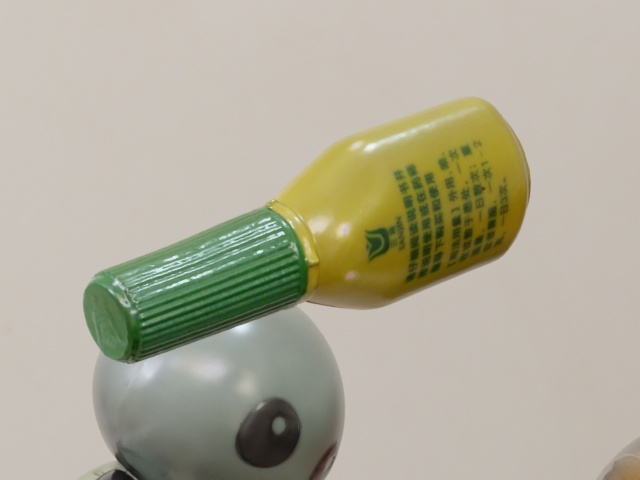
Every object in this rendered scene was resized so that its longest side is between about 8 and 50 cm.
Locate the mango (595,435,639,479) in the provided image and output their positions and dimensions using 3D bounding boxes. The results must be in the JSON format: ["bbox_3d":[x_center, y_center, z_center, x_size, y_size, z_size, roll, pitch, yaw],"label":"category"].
[{"bbox_3d":[0.258,0.228,1.149,0.201,0.152,0.287,26,14,20],"label":"mango"}]

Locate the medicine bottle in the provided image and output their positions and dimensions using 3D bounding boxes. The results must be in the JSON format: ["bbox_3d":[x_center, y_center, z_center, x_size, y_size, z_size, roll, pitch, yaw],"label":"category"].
[{"bbox_3d":[0.000,0.000,0.876,0.261,0.095,0.064,-21,25,-35],"label":"medicine bottle"}]

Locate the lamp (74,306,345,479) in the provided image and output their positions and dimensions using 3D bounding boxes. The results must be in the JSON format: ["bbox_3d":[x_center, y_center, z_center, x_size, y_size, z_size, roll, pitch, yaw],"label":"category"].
[{"bbox_3d":[-0.091,0.143,1.233,0.198,0.244,0.198,34,-8,5],"label":"lamp"}]
